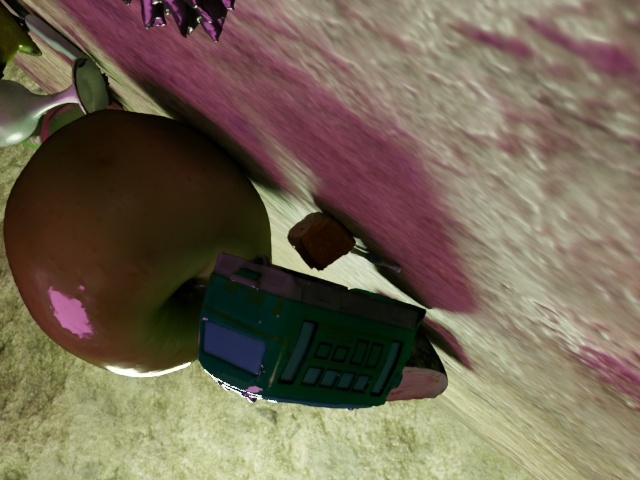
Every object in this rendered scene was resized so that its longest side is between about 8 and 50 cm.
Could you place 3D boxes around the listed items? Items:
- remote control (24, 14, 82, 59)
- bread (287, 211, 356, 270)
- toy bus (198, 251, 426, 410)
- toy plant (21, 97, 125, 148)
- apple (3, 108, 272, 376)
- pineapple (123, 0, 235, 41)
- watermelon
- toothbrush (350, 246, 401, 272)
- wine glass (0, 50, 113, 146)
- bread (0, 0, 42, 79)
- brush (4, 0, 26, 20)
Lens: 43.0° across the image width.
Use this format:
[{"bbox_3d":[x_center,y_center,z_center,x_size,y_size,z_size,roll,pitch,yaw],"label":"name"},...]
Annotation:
[{"bbox_3d":[-0.524,-0.395,1.639,0.162,0.029,0.061,39,174,7],"label":"remote control"},{"bbox_3d":[0.001,-0.002,1.202,0.070,0.077,0.083,54,169,-16],"label":"bread"},{"bbox_3d":[-0.012,0.147,1.218,0.184,0.199,0.344,14,177,43],"label":"toy bus"},{"bbox_3d":[-0.582,-0.258,1.943,0.317,0.210,0.356,0,-164,-14],"label":"toy plant"},{"bbox_3d":[-0.319,-0.005,1.409,0.474,0.473,0.473,39,173,6],"label":"apple"},{"bbox_3d":[-0.130,-0.193,0.465,0.158,0.157,0.279,36,-176,30],"label":"pineapple"},{"bbox_3d":[0.125,0.219,1.563,0.256,0.176,0.260,58,-176,-45],"label":"watermelon"},{"bbox_3d":[0.080,0.028,1.206,0.017,0.014,0.162,27,178,-22],"label":"toothbrush"},{"bbox_3d":[-0.581,-0.267,1.599,0.143,0.321,0.143,-11,-90,-75],"label":"wine glass"},{"bbox_3d":[-0.768,-0.457,1.650,0.376,0.208,0.251,41,176,-42],"label":"bread"},{"bbox_3d":[-0.679,-0.521,1.724,0.051,0.014,0.164,37,173,31],"label":"brush"}]
